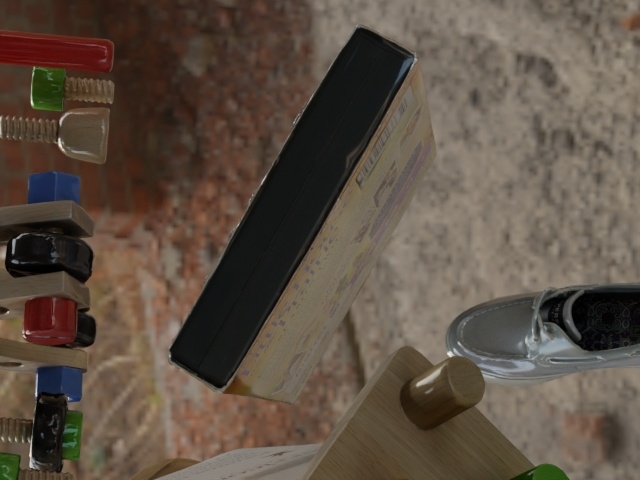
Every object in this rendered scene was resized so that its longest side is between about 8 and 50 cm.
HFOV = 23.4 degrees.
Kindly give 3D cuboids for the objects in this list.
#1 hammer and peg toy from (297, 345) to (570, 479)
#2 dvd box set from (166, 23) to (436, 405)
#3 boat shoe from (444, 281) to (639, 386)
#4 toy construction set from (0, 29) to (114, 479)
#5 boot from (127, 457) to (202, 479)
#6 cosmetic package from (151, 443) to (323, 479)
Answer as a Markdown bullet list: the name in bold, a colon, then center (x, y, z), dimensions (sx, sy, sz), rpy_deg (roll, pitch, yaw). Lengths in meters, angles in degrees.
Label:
- **hammer and peg toy**: center (0.118, 0.272, 1.000), dimensions (0.361, 0.266, 0.127), rpy_deg (46, 138, -6)
- **dvd box set**: center (0.000, 0.000, 1.384), dimensions (0.308, 0.062, 0.420), rpy_deg (-61, -9, -2)
- **boat shoe**: center (0.204, 0.064, 1.226), dimensions (0.227, 0.081, 0.079), rpy_deg (-4, 63, 19)
- **toy construction set**: center (-0.276, 0.000, 1.100), dimensions (0.257, 0.237, 0.309), rpy_deg (-125, 41, -81)
- **boot**: center (-0.266, 0.337, 1.931), dimensions (0.236, 0.269, 0.089), rpy_deg (15, 107, 18)
- **cosmetic package**: center (-0.115, 0.403, 1.554), dimensions (0.393, 0.329, 0.327), rpy_deg (-21, 85, 65)
